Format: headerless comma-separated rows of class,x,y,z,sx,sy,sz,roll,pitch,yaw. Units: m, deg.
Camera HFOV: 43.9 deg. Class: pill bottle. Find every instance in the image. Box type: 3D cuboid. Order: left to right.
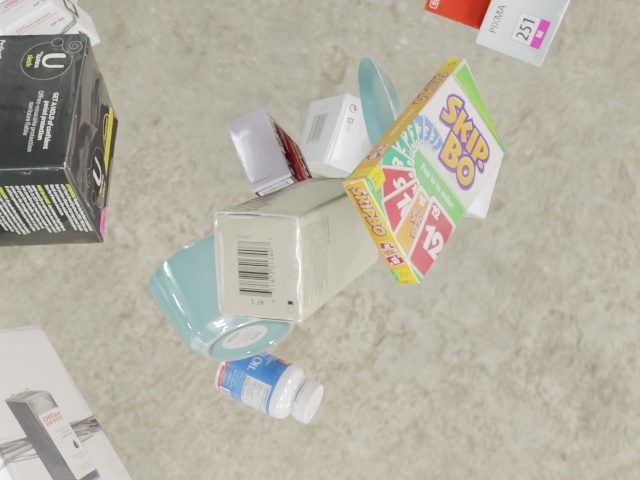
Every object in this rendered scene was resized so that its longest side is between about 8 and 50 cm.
pill bottle,-0.111,0.318,1.758,0.221,0.124,0.124,20,107,17

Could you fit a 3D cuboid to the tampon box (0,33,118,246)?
tampon box,-0.240,-0.069,0.573,0.161,0.101,0.120,-1,60,0

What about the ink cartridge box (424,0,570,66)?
ink cartridge box,0.320,-0.466,1.362,0.239,0.060,0.275,22,132,7

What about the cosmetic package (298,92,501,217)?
cosmetic package,0.163,-0.174,1.694,0.385,0.217,0.156,18,88,-19

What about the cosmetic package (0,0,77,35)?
cosmetic package,-0.656,-0.559,1.760,0.197,0.155,0.365,-17,57,22

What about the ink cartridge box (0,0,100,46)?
ink cartridge box,-0.471,-0.373,1.346,0.104,0.180,0.060,-26,73,10

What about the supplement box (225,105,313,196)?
supplement box,-0.073,-0.125,1.374,0.073,0.239,0.130,-24,75,8

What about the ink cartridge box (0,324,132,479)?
ink cartridge box,-0.221,0.193,0.567,0.158,0.092,0.218,-46,69,24

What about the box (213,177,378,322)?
box,-0.015,-0.001,0.890,0.094,0.275,0.113,3,101,19

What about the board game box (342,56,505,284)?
board game box,0.120,-0.083,0.823,0.039,0.259,0.124,-8,122,40

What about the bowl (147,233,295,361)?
bowl,-0.159,0.121,1.530,0.311,0.311,0.163,-34,62,22

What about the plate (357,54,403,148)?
plate,0.093,-0.174,1.137,0.024,0.188,0.188,-15,97,-7
